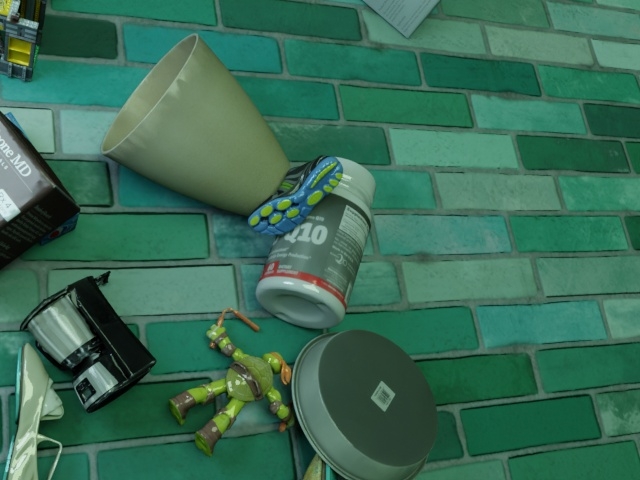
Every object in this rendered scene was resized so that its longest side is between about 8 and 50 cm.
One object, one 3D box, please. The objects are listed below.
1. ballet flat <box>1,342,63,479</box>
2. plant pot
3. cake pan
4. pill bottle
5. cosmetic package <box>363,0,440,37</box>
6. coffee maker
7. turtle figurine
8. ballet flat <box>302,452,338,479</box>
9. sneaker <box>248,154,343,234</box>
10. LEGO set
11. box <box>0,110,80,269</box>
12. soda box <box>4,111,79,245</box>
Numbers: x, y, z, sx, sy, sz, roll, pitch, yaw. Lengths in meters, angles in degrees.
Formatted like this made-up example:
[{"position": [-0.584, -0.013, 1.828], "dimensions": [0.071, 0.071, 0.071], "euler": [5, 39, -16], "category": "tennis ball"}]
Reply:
[{"position": [-0.419, 0.278, 1.167], "dimensions": [0.086, 0.086, 0.249], "euler": [9, 74, -21], "category": "ballet flat"}, {"position": [-0.192, -0.172, 1.383], "dimensions": [0.274, 0.256, 0.256], "euler": [38, 57, -25], "category": "plant pot"}, {"position": [0.088, 0.275, 1.357], "dimensions": [0.293, 0.054, 0.293], "euler": [23, 44, -25], "category": "cake pan"}, {"position": [0.000, 0.000, 1.424], "dimensions": [0.161, 0.161, 0.283], "euler": [25, 60, -13], "category": "pill bottle"}, {"position": [0.127, -0.659, 1.734], "dimensions": [0.385, 0.217, 0.156], "euler": [41, 59, -6], "category": "cosmetic package"}, {"position": [-0.341, 0.151, 1.232], "dimensions": [0.171, 0.120, 0.178], "euler": [-38, 87, -32], "category": "coffee maker"}, {"position": [-0.124, 0.252, 1.305], "dimensions": [0.217, 0.087, 0.269], "euler": [-36, 86, -31], "category": "turtle figurine"}, {"position": [-0.007, 0.511, 1.243], "dimensions": [0.123, 0.123, 0.349], "euler": [-1, 67, -24], "category": "ballet flat"}, {"position": [-0.043, -0.078, 1.363], "dimensions": [0.188, 0.078, 0.067], "euler": [-41, 117, -2], "category": "sneaker"}, {"position": [-0.561, -0.444, 1.344], "dimensions": [0.254, 0.192, 0.331], "euler": [21, 62, -15], "category": "LEGO set"}, {"position": [-0.499, -0.064, 1.166], "dimensions": [0.203, 0.167, 0.168], "euler": [-39, 85, -9], "category": "box"}, {"position": [-0.484, -0.101, 1.303], "dimensions": [0.067, 0.071, 0.210], "euler": [-31, 84, -29], "category": "soda box"}]
